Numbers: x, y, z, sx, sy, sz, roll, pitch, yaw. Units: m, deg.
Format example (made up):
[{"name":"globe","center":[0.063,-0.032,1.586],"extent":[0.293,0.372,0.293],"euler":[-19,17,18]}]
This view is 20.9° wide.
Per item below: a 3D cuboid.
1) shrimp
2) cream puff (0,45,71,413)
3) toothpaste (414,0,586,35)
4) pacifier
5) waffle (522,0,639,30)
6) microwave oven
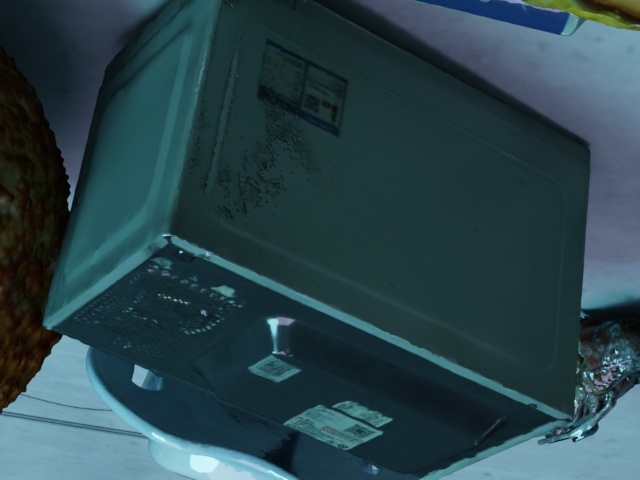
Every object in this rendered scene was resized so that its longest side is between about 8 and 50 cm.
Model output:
[{"name":"shrimp","center":[0.175,0.118,1.348],"extent":[0.233,0.090,0.079],"euler":[-31,161,34]},{"name":"cream puff","center":[-0.276,-0.019,1.095],"extent":[0.229,0.350,0.350],"euler":[-20,136,19]},{"name":"toothpaste","center":[0.054,-0.166,1.009],"extent":[0.268,0.047,0.069],"euler":[14,142,0]},{"name":"pacifier","center":[-0.033,0.093,1.348],"extent":[0.279,0.227,0.207],"euler":[21,113,-6]},{"name":"waffle","center":[0.185,-0.130,0.858],"extent":[0.309,0.065,0.283],"euler":[20,-164,32]},{"name":"microwave oven","center":[0.000,0.000,1.108],"extent":[0.295,0.237,0.181],"euler":[25,146,-25]}]
